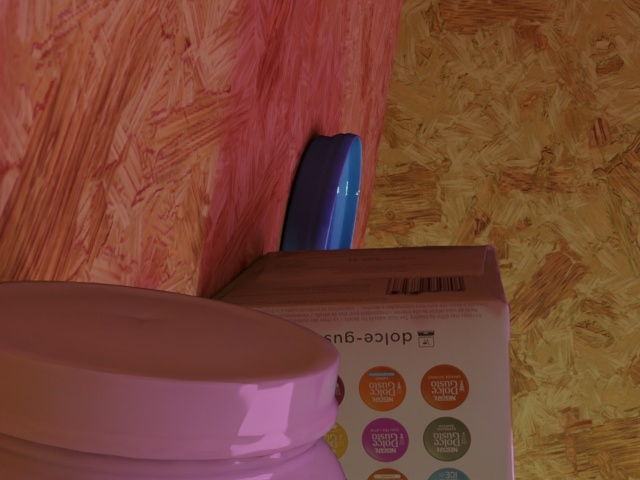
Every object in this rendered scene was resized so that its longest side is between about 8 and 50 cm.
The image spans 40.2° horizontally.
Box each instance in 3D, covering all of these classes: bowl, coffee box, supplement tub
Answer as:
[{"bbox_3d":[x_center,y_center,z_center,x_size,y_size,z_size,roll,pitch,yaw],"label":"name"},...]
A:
[{"bbox_3d":[0.000,0.000,1.547,0.391,0.077,0.391,10,90,-82],"label":"bowl"},{"bbox_3d":[0.064,0.201,1.102,0.338,0.338,0.334,-50,137,-77],"label":"coffee box"},{"bbox_3d":[-0.110,0.192,0.430,0.228,0.228,0.316,-24,124,-81],"label":"supplement tub"}]
